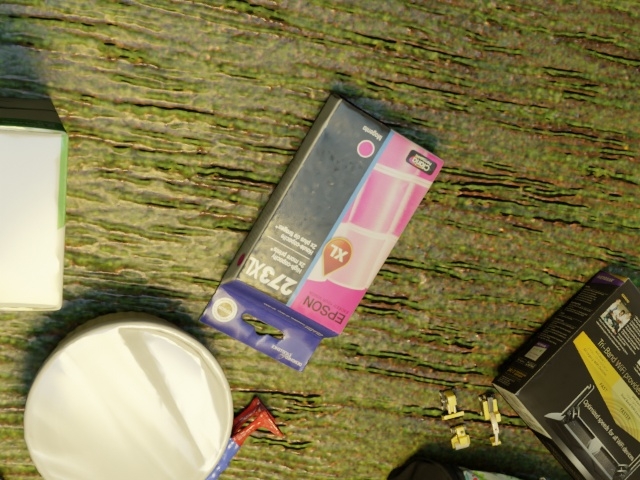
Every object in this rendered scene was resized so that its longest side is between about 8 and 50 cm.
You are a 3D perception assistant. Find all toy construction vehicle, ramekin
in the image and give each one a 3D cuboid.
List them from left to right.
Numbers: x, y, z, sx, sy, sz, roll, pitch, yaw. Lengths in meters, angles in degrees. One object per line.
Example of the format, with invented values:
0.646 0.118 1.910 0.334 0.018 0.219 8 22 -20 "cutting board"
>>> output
-0.259 0.220 1.664 0.273 0.127 0.273 -3 104 -11 "ramekin"
0.225 0.265 1.830 0.086 0.035 0.098 -10 106 -10 "toy construction vehicle"

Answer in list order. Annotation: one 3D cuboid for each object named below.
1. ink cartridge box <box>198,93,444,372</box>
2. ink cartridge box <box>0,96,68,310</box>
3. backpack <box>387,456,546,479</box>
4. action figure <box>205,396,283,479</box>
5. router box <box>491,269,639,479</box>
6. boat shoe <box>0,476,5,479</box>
0.000 0.000 1.704 0.176 0.069 0.371 29 98 -17 "ink cartridge box"
-0.375 -0.055 1.487 0.121 0.289 0.211 1 104 -16 "ink cartridge box"
0.283 0.484 1.777 0.273 0.290 0.355 -32 124 32 "backpack"
-0.159 0.363 1.741 0.280 0.091 0.139 -36 106 -3 "action figure"
0.438 0.238 1.828 0.243 0.081 0.309 -44 108 -9 "router box"
-0.558 0.337 1.643 0.285 0.103 0.092 -2 109 -6 "boat shoe"
